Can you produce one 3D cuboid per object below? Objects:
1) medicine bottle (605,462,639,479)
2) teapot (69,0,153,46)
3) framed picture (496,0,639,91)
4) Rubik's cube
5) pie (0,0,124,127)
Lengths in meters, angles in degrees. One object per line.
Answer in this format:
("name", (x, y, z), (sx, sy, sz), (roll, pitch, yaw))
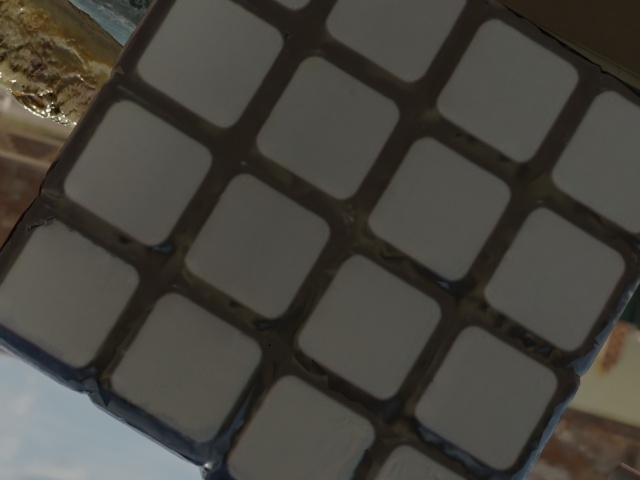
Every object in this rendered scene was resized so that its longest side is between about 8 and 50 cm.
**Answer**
("medicine bottle", (0.375, 0.312, 1.591), (0.188, 0.119, 0.094), (29, 178, 23))
("teapot", (-0.263, -0.339, 1.840), (0.337, 0.200, 0.270), (28, 154, -36))
("framed picture", (0.239, -0.230, 1.028), (0.189, 0.260, 0.023), (33, -177, 29))
("Rubik's cube", (0.000, 0.000, 1.039), (0.337, 0.343, 0.344), (31, 176, -5))
("pie", (-0.298, -0.203, 1.642), (0.068, 0.128, 0.282), (24, 173, 38))
